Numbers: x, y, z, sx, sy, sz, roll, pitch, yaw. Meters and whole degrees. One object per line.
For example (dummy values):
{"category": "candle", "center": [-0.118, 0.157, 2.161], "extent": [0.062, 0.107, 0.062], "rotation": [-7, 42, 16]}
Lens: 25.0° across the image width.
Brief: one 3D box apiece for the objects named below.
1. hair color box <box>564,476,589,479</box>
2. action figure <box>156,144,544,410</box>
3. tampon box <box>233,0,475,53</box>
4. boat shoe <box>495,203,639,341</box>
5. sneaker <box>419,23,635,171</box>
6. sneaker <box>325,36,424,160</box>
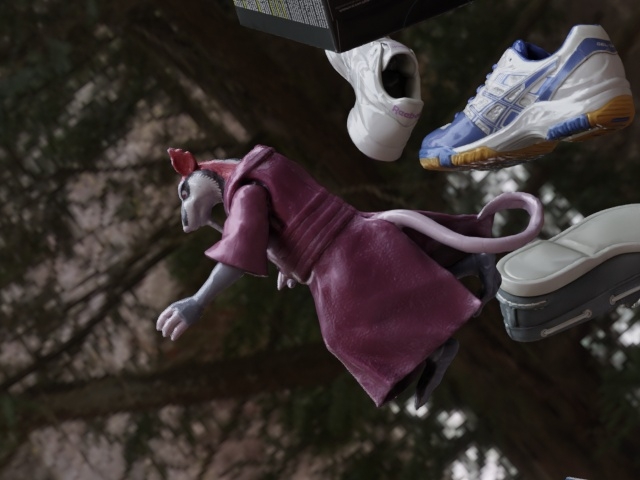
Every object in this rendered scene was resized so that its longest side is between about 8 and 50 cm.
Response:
{"category": "hair color box", "center": [0.427, 0.329, 1.459], "extent": [0.347, 0.105, 0.174], "rotation": [14, -7, -14]}
{"category": "action figure", "center": [0.000, 0.000, 1.494], "extent": [0.276, 0.370, 0.248], "rotation": [-55, -1, 30]}
{"category": "tampon box", "center": [0.012, -0.212, 1.051], "extent": [0.120, 0.161, 0.101], "rotation": [-25, -65, -21]}
{"category": "boat shoe", "center": [0.347, 0.036, 1.756], "extent": [0.319, 0.116, 0.099], "rotation": [-18, -61, -27]}
{"category": "sneaker", "center": [0.235, -0.163, 1.700], "extent": [0.296, 0.131, 0.112], "rotation": [-18, -9, 41]}
{"category": "sneaker", "center": [0.094, -0.269, 2.171], "extent": [0.114, 0.305, 0.152], "rotation": [4, -38, -28]}
